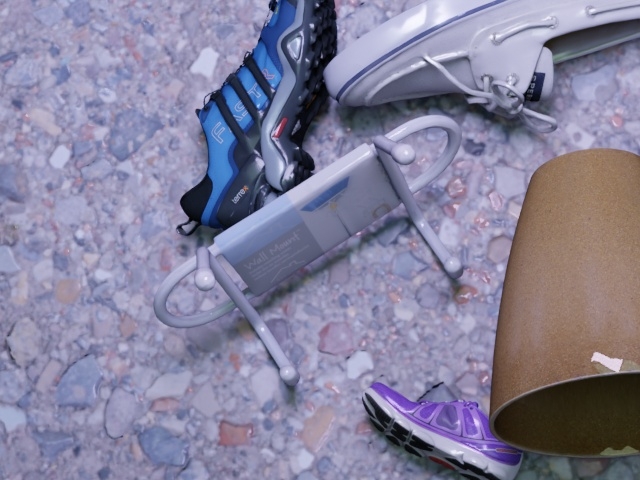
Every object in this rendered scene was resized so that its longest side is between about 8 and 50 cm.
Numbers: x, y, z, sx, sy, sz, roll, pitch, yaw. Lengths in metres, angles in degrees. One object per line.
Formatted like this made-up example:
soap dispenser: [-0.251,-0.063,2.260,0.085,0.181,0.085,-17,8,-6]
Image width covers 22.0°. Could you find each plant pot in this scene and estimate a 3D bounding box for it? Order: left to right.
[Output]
plant pot: [0.268,0.049,1.558,0.237,0.237,0.254,-5,65,6]

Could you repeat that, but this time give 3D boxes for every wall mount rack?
wall mount rack: [0.000,0.000,1.543,0.350,0.304,0.130,-33,61,0]

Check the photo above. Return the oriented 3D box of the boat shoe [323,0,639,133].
boat shoe: [0.194,-0.180,1.655,0.367,0.136,0.156,-22,80,-8]

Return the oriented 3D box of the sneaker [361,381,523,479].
sneaker: [0.121,0.182,1.627,0.170,0.068,0.071,26,68,3]

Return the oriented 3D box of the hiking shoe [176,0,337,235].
hiking shoe: [-0.065,-0.150,1.680,0.132,0.113,0.304,7,76,15]
